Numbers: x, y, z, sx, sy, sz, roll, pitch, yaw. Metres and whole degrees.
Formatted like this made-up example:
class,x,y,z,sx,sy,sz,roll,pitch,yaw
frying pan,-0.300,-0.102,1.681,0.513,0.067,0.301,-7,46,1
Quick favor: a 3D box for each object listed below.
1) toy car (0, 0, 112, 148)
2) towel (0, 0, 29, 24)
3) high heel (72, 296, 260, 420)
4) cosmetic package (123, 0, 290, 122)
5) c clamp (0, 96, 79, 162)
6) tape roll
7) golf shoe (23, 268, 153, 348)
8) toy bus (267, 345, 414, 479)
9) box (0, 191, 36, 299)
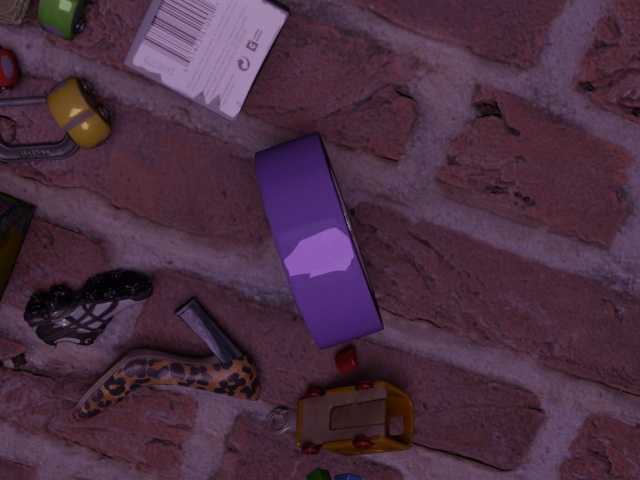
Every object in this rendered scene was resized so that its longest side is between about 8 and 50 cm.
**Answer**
class,x,y,z,sx,sy,sz,roll,pitch,yaw
toy car,-0.365,-0.260,1.129,0.239,0.053,0.225,24,99,-3
towel,-0.413,-0.356,1.098,0.110,0.027,0.148,16,93,13
high heel,-0.228,0.235,1.283,0.261,0.093,0.186,-39,99,1
cosmetic package,-0.137,-0.261,1.082,0.151,0.184,0.151,27,105,-9
c clamp,-0.416,-0.174,1.184,0.160,0.022,0.137,2,108,-2
tape roll,0.000,0.000,1.123,0.090,0.275,0.275,-19,108,4
golf shoe,-0.332,0.105,1.258,0.198,0.077,0.094,-12,119,9
toy bus,0.047,0.282,1.303,0.104,0.202,0.191,32,98,-43
box,-0.566,0.013,1.099,0.279,0.290,0.177,24,106,-9
